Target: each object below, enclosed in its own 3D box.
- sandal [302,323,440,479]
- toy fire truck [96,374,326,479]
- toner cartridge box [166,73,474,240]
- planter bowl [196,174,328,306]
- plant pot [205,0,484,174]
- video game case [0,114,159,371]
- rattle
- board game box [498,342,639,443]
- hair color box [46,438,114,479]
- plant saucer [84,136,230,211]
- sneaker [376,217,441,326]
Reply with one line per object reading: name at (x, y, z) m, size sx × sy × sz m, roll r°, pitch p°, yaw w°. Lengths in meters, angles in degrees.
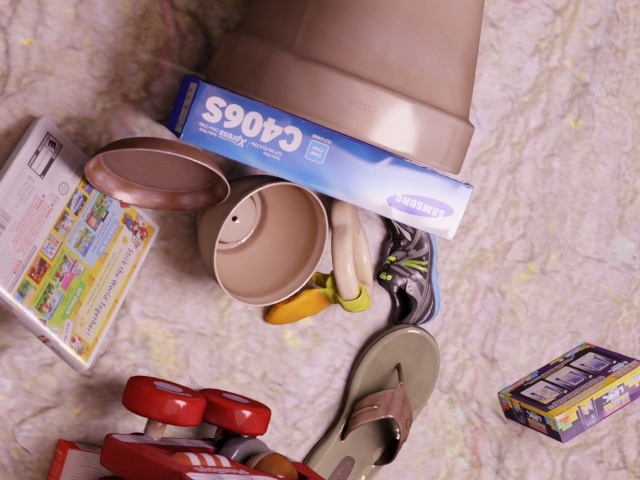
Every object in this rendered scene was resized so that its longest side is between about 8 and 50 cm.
sandal at (0.076, 0.256, 1.844) m, size 0.120 × 0.086 × 0.303 m, roll 30°, pitch 89°, yaw -24°
toy fire truck at (-0.110, 0.286, 1.642) m, size 0.302 × 0.254 × 0.169 m, roll 17°, pitch 91°, yaw -49°
toner cartridge box at (-0.005, -0.101, 1.643) m, size 0.348 × 0.165 × 0.075 m, roll 20°, pitch 96°, yaw -14°
planter bowl at (-0.087, -0.013, 1.688) m, size 0.162 × 0.109 × 0.162 m, roll -16°, pitch 120°, yaw -30°
plant pot at (0.061, -0.260, 1.590) m, size 0.323 × 0.323 × 0.280 m, roll 17°, pitch 98°, yaw -30°
video game case at (-0.299, 0.002, 1.570) m, size 0.206 × 0.026 × 0.227 m, roll 47°, pitch 44°, yaw -27°
rattle at (0.000, 0.000, 1.792) m, size 0.130 × 0.142 × 0.200 m, roll -9°, pitch 89°, yaw -59°
board game box at (0.365, 0.216, 1.965) m, size 0.170 × 0.141 × 0.048 m, roll -26°, pitch 111°, yaw -21°
hair color box at (-0.305, 0.322, 1.683) m, size 0.072 × 0.043 × 0.141 m, roll 18°, pitch 90°, yaw -30°
plant saucer at (-0.186, -0.079, 1.578) m, size 0.168 × 0.168 × 0.029 m, roll 19°, pitch 65°, yaw -30°
sneaker at (0.113, 0.032, 1.836) m, size 0.078 × 0.067 × 0.188 m, roll -22°, pitch 112°, yaw -29°
